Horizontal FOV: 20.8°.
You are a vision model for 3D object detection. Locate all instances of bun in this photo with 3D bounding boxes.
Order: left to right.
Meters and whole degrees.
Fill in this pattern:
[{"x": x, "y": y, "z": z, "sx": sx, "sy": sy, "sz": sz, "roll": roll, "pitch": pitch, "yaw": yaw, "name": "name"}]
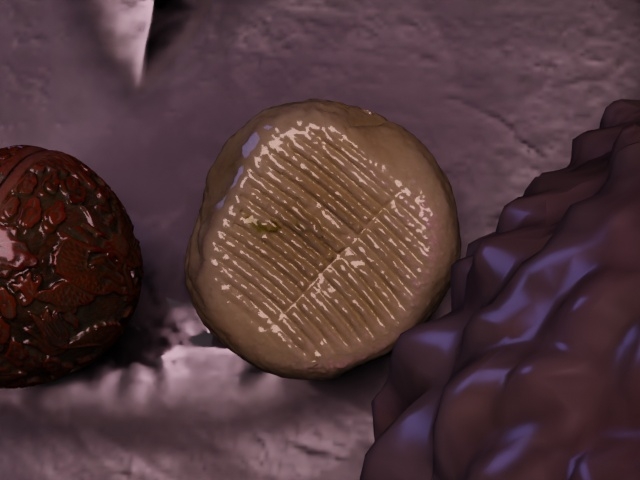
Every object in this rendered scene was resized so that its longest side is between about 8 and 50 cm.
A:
[{"x": 0.000, "y": 0.000, "z": 0.713, "sx": 0.115, "sy": 0.069, "sz": 0.115, "roll": 0, "pitch": 91, "yaw": 2, "name": "bun"}]

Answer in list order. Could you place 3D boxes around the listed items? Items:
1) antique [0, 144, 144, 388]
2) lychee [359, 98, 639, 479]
[{"x": -0.120, "y": 0.011, "z": 0.703, "sx": 0.104, "sy": 0.104, "sz": 0.104, "roll": -2, "pitch": 70, "yaw": 4, "name": "antique"}, {"x": 0.205, "y": 0.094, "z": 0.421, "sx": 0.380, "sy": 0.432, "sz": 0.380, "roll": -23, "pitch": 40, "yaw": 21, "name": "lychee"}]
